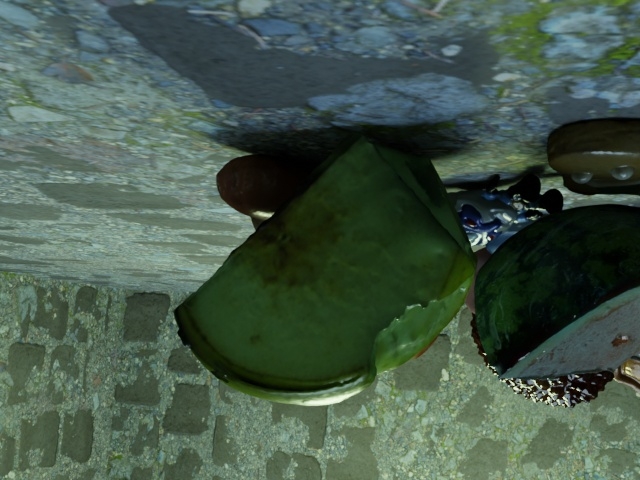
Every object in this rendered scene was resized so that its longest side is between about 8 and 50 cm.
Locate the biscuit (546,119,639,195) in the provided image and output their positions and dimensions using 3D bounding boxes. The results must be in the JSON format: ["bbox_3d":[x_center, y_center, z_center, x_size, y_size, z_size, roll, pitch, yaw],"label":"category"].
[{"bbox_3d":[0.327,-0.059,0.777,0.301,0.049,0.197,10,168,-38],"label":"biscuit"}]

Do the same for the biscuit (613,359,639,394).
[{"bbox_3d":[0.793,0.204,1.607,0.455,0.350,0.078,-17,-167,26],"label":"biscuit"}]

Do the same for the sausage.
[{"bbox_3d":[-0.029,-0.051,0.894,0.077,0.077,0.194,-3,169,41],"label":"sausage"}]

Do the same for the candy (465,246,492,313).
[{"bbox_3d":[0.349,0.063,1.299,0.255,0.094,0.255,-4,-167,1],"label":"candy"}]

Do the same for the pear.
[{"bbox_3d":[0.041,0.054,0.842,0.176,0.286,0.282,48,-174,17],"label":"pear"}]

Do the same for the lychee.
[{"bbox_3d":[0.447,0.173,1.631,0.306,0.330,0.306,-23,-173,3],"label":"lychee"}]

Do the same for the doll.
[{"bbox_3d":[0.191,-0.032,0.975,0.096,0.070,0.195,32,152,-24],"label":"doll"}]

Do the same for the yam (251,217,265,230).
[{"bbox_3d":[-0.022,-0.035,1.087,0.057,0.057,0.241,8,173,-33],"label":"yam"}]

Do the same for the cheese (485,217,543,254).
[{"bbox_3d":[0.274,-0.004,1.215,0.244,0.052,0.135,2,170,19],"label":"cheese"}]

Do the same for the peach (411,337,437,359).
[{"bbox_3d":[0.104,0.090,1.446,0.232,0.232,0.257,0,134,27],"label":"peach"}]

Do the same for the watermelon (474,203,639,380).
[{"bbox_3d":[0.281,0.053,0.824,0.305,0.180,0.224,1,179,-35],"label":"watermelon"}]
